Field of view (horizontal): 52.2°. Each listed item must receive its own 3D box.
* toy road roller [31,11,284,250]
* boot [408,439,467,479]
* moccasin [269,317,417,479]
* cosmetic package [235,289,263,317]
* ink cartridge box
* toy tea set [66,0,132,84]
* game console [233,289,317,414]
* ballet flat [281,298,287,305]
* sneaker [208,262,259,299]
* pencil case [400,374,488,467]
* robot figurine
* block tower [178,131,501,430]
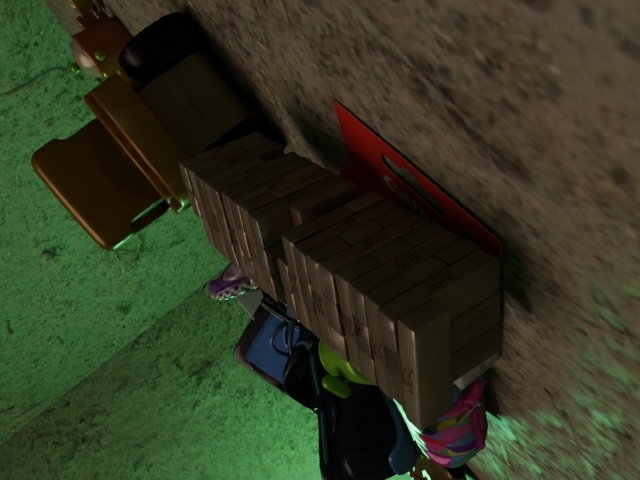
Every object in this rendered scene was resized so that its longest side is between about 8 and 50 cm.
[{"bbox_3d":[-0.212,-0.113,0.826,0.202,0.241,0.329,53,171,-7],"label":"toy road roller"},{"bbox_3d":[0.270,0.510,1.497,0.305,0.113,0.115,-150,53,-77],"label":"boot"},{"bbox_3d":[0.002,0.149,0.793,0.137,0.117,0.342,64,179,-27],"label":"moccasin"},{"bbox_3d":[-0.090,0.241,1.894,0.385,0.156,0.217,53,173,-19],"label":"cosmetic package"},{"bbox_3d":[0.070,0.015,0.563,0.189,0.066,0.232,46,174,30],"label":"ink cartridge box"},{"bbox_3d":[-0.451,-0.374,1.321,0.200,0.124,0.336,50,171,8],"label":"toy tea set"},{"bbox_3d":[-0.034,0.244,1.359,0.293,0.173,0.250,32,168,5],"label":"game console"},{"bbox_3d":[-0.042,0.070,1.190,0.316,0.107,0.106,49,-162,24],"label":"ballet flat"},{"bbox_3d":[-0.108,0.025,1.099,0.095,0.236,0.104,-18,-100,-54],"label":"sneaker"},{"bbox_3d":[0.144,0.192,0.757,0.104,0.104,0.236,45,170,31],"label":"pencil case"},{"bbox_3d":[0.040,0.111,0.666,0.067,0.101,0.115,27,164,-18],"label":"robot figurine"},{"bbox_3d":[0.002,0.007,0.538,0.335,0.097,0.090,36,145,48],"label":"block tower"}]
